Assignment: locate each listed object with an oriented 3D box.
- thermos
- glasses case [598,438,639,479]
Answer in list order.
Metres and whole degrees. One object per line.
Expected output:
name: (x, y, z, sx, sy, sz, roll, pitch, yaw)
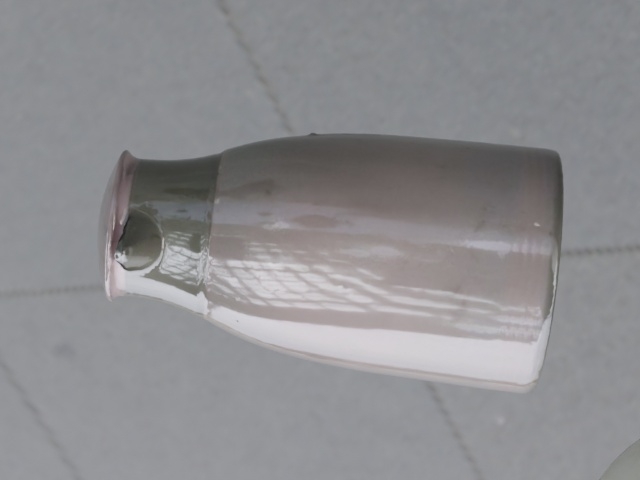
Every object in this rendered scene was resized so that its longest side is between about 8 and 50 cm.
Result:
thermos: (0.000, 0.000, 0.856, 0.193, 0.137, 0.105, 5, 106, 0)
glasses case: (0.059, 0.132, 0.413, 0.081, 0.204, 0.051, 21, 164, 32)
